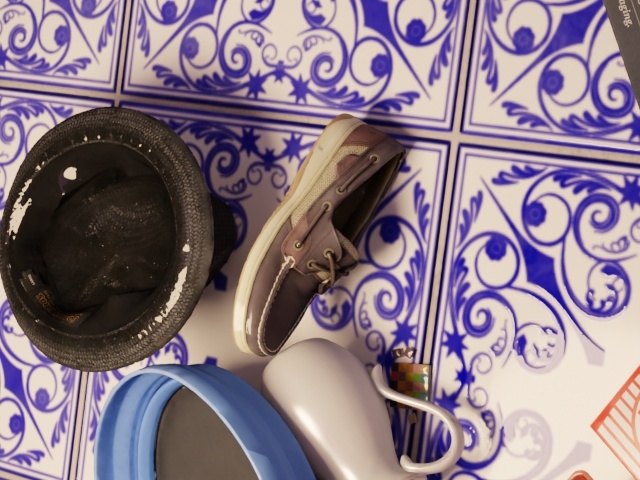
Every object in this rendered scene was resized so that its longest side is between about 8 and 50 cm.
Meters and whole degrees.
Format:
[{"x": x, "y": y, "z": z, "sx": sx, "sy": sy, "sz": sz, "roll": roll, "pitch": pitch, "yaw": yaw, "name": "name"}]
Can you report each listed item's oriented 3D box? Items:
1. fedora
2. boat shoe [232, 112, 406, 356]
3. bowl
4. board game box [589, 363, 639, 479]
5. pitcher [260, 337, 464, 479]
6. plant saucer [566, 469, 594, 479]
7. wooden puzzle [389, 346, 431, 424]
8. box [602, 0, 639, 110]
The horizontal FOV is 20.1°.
[{"x": -0.217, "y": 0.001, "z": 2.099, "sx": 0.334, "sy": 0.152, "sz": 0.334, "roll": -2, "pitch": 87, "yaw": 37, "name": "fedora"}, {"x": 0.000, "y": 0.000, "z": 1.936, "sx": 0.092, "sy": 0.103, "sz": 0.285, "roll": 21, "pitch": 75, "yaw": 28, "name": "boat shoe"}, {"x": -0.116, "y": 0.319, "z": 1.982, "sx": 0.391, "sy": 0.077, "sz": 0.391, "roll": 25, "pitch": 123, "yaw": 47, "name": "bowl"}, {"x": 0.365, "y": 0.191, "z": 1.708, "sx": 0.147, "sy": 0.045, "sz": 0.193, "roll": -56, "pitch": 52, "yaw": 22, "name": "board game box"}, {"x": 0.042, "y": 0.193, "z": 1.921, "sx": 0.177, "sy": 0.125, "sz": 0.207, "roll": -38, "pitch": 63, "yaw": 9, "name": "pitcher"}, {"x": 0.251, "y": 0.397, "z": 1.718, "sx": 0.259, "sy": 0.047, "sz": 0.258, "roll": -53, "pitch": 48, "yaw": 17, "name": "plant saucer"}, {"x": 0.097, "y": 0.157, "z": 1.948, "sx": 0.049, "sy": 0.006, "sz": 0.083, "roll": 3, "pitch": 90, "yaw": 37, "name": "wooden puzzle"}, {"x": 0.422, "y": -0.262, "z": 1.612, "sx": 0.312, "sy": 0.179, "sz": 0.343, "roll": -26, "pitch": 74, "yaw": 32, "name": "box"}]
